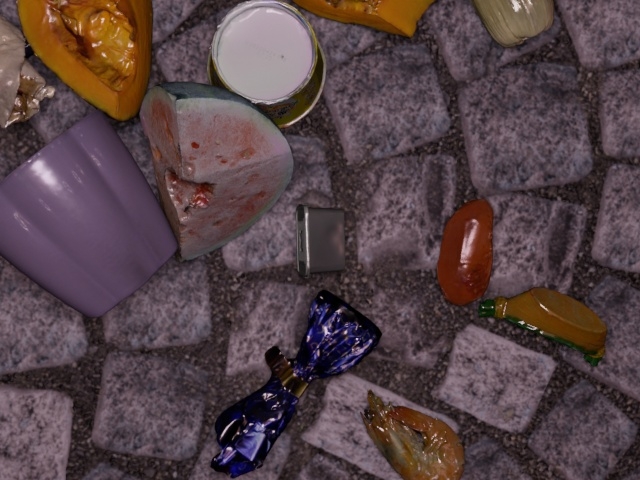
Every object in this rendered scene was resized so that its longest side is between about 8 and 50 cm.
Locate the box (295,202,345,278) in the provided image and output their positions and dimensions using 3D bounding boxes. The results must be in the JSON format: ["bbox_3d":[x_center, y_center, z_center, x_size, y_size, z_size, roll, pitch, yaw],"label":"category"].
[{"bbox_3d":[0.000,0.000,1.348,0.069,0.084,0.123,-2,91,-13],"label":"box"}]

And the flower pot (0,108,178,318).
[{"bbox_3d":[-0.360,-0.024,1.255,0.265,0.265,0.243,-37,105,-2],"label":"flower pot"}]

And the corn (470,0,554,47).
[{"bbox_3d":[0.267,-0.457,1.337,0.122,0.123,0.305,-31,91,-1],"label":"corn"}]

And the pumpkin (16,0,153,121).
[{"bbox_3d":[-0.363,-0.342,1.308,0.169,0.148,0.313,2,96,14],"label":"pumpkin"}]

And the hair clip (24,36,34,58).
[{"bbox_3d":[-0.467,-0.328,1.343,0.275,0.048,0.083,-35,82,-7],"label":"hair clip"}]

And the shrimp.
[{"bbox_3d":[0.151,0.324,1.372,0.115,0.051,0.217,-42,91,-8],"label":"shrimp"}]

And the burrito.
[{"bbox_3d":[-0.553,-0.343,1.287,0.117,0.076,0.392,-37,79,-16],"label":"burrito"}]

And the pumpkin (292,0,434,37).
[{"bbox_3d":[0.057,-0.415,1.336,0.247,0.126,0.131,24,81,-22],"label":"pumpkin"}]

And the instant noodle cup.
[{"bbox_3d":[-0.083,-0.282,1.306,0.204,0.153,0.205,0,90,-5],"label":"instant noodle cup"}]

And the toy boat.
[{"bbox_3d":[0.378,0.135,1.376,0.229,0.089,0.088,25,128,-3],"label":"toy boat"}]

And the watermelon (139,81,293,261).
[{"bbox_3d":[-0.164,-0.137,1.278,0.188,0.322,0.175,-16,62,-26],"label":"watermelon"}]

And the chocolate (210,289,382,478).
[{"bbox_3d":[-0.055,0.234,1.333,0.343,0.126,0.148,-48,53,0],"label":"chocolate"}]

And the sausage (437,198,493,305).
[{"bbox_3d":[0.239,0.018,1.356,0.089,0.089,0.179,7,92,-3],"label":"sausage"}]
